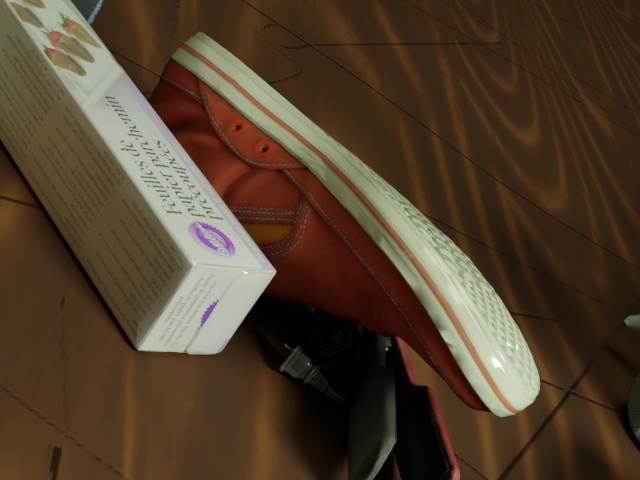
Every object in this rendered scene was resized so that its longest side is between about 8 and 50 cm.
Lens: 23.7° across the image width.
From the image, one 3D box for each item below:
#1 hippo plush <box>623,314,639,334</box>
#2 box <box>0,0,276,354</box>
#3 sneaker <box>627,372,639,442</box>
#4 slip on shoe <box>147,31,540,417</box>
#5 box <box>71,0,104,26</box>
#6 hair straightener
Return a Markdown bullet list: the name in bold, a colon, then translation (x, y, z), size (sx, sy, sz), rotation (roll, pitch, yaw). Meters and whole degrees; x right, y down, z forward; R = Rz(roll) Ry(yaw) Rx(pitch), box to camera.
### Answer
- **hippo plush**: translation (0.383, 0.066, 0.995), size (0.294, 0.234, 0.236), rotation (56, -7, 25)
- **box**: translation (-0.142, -0.066, 0.893), size (0.063, 0.067, 0.324), rotation (6, 35, -46)
- **sneaker**: translation (0.259, 0.147, 1.033), size (0.061, 0.053, 0.152), rotation (34, 21, -43)
- **slip on shoe**: translation (0.000, 0.000, 0.876), size (0.331, 0.101, 0.123), rotation (42, 3, 35)
- **box**: translation (-0.266, -0.340, 1.106), size (0.294, 0.183, 0.296), rotation (24, 26, -25)
- **hair straightener**: translation (0.022, 0.068, 0.871), size (0.089, 0.047, 0.230), rotation (27, 25, -16)
